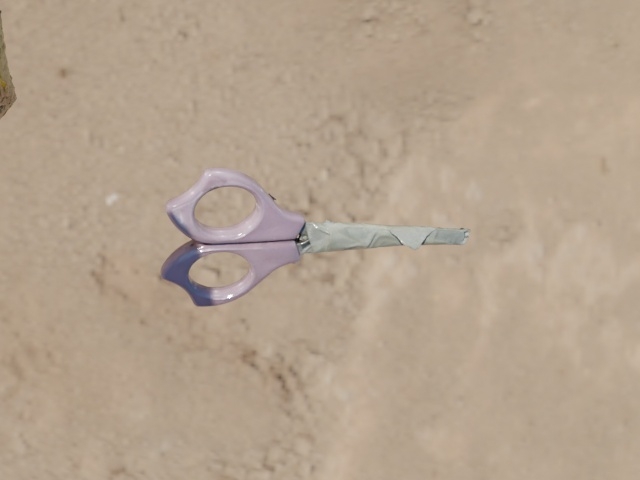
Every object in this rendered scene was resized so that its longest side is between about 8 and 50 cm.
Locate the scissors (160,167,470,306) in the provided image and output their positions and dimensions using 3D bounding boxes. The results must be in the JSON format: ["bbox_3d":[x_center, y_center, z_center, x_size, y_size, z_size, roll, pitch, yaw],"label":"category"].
[{"bbox_3d":[0.000,0.000,1.038,0.212,0.021,0.110,1,127,-12],"label":"scissors"}]

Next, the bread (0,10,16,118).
[{"bbox_3d":[-0.201,-0.058,0.580,0.125,0.156,0.086,-17,98,-63],"label":"bread"}]
